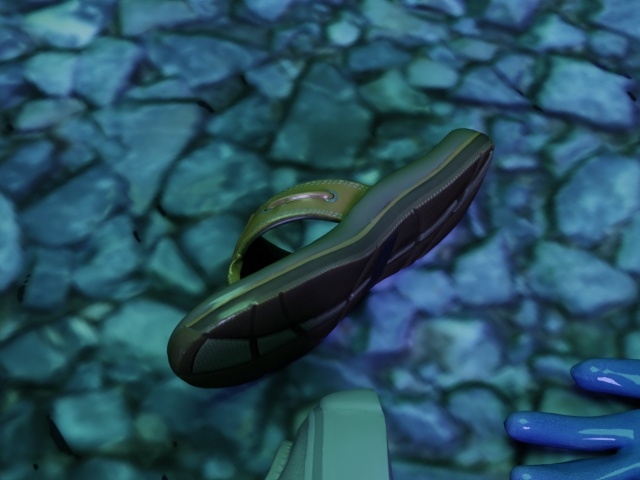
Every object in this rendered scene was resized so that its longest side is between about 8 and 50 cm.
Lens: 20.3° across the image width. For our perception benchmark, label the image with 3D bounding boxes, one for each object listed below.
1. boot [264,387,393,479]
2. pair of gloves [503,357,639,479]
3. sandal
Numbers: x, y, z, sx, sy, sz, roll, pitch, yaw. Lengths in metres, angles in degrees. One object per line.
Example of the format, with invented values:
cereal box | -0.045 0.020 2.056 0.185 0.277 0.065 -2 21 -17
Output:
boot | -0.036 0.115 0.542 0.123 0.095 0.258 -7 11 3
pair of gloves | 0.157 0.119 0.646 0.159 0.023 0.198 -6 50 -8
sandal | 0.000 0.000 0.705 0.049 0.072 0.180 42 53 15
